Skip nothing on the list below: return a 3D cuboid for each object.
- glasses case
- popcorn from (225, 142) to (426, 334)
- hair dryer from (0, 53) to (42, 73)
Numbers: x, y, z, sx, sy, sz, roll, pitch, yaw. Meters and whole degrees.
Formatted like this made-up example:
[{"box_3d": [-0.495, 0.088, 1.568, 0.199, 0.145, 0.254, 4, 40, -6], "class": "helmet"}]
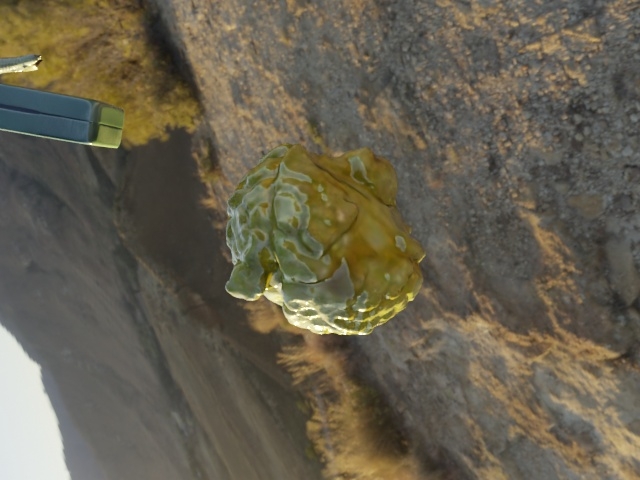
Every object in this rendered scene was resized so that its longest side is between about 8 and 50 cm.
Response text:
[{"box_3d": [-0.279, -0.119, 0.591, 0.078, 0.184, 0.039, -74, -6, -84], "class": "glasses case"}, {"box_3d": [0.000, 0.000, 0.778, 0.256, 0.255, 0.195, 39, 137, 13], "class": "popcorn"}, {"box_3d": [-0.472, -0.232, 0.705, 0.229, 0.267, 0.092, 60, -177, -17], "class": "hair dryer"}]
